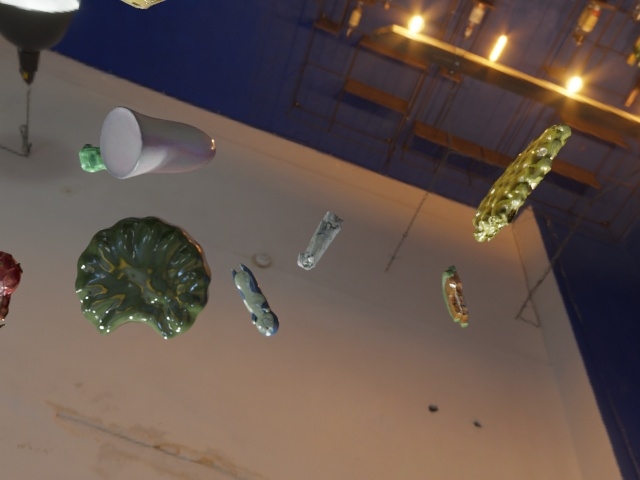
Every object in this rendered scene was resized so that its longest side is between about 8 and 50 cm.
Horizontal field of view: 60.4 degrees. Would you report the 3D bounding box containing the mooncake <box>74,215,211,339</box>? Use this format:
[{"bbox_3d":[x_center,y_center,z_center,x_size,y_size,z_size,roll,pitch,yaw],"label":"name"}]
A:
[{"bbox_3d":[-0.466,0.098,1.478,0.350,0.352,0.187,16,179,-8],"label":"mooncake"}]

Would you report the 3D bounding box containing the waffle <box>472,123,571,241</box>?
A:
[{"bbox_3d":[0.391,-0.116,1.094,0.051,0.291,0.291,34,-146,3],"label":"waffle"}]

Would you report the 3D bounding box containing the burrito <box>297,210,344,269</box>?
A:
[{"bbox_3d":[0.000,-0.001,1.636,0.064,0.064,0.203,30,-108,14],"label":"burrito"}]

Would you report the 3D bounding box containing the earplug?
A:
[{"bbox_3d":[-0.397,-0.248,1.443,0.172,0.173,0.301,39,-154,26],"label":"earplug"}]

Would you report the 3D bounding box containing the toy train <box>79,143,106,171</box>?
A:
[{"bbox_3d":[-0.722,-0.276,1.834,0.149,0.099,0.081,-11,-157,-22],"label":"toy train"}]

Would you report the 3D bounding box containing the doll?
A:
[{"bbox_3d":[-0.103,0.092,0.856,0.125,0.037,0.027,58,-166,14],"label":"doll"}]

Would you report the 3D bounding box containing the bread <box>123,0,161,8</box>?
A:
[{"bbox_3d":[-0.377,-0.523,0.960,0.241,0.136,0.107,26,-127,-6],"label":"bread"}]

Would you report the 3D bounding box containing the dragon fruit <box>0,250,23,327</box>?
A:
[{"bbox_3d":[-0.754,0.111,1.295,0.094,0.191,0.094,3,-167,-1],"label":"dragon fruit"}]

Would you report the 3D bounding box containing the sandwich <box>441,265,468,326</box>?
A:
[{"bbox_3d":[0.269,0.112,1.108,0.029,0.135,0.067,-17,-163,-3],"label":"sandwich"}]
